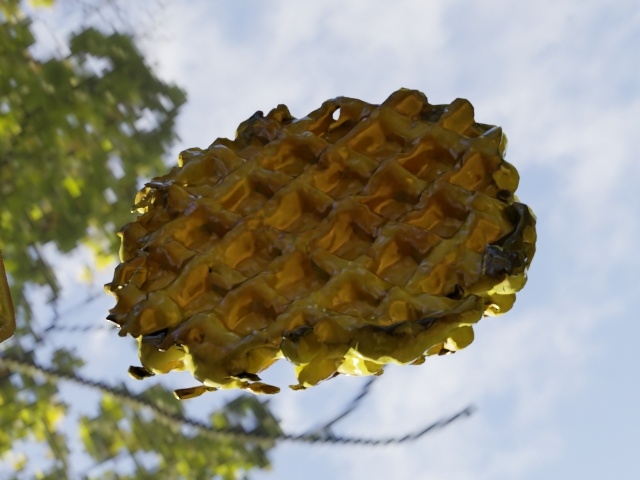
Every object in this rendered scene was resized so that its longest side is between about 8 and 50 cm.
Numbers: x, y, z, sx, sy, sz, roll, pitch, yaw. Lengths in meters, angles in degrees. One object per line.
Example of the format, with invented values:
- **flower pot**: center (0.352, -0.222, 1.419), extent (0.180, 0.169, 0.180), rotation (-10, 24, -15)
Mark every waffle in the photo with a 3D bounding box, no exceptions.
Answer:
- **waffle**: center (0.000, 0.000, 1.676), extent (0.379, 0.382, 0.095), rotation (-7, -56, 7)

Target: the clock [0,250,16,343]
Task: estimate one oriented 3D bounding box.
- **clock**: center (-0.257, -0.017, 1.163), extent (0.063, 0.150, 0.197), rotation (-9, -82, 14)
